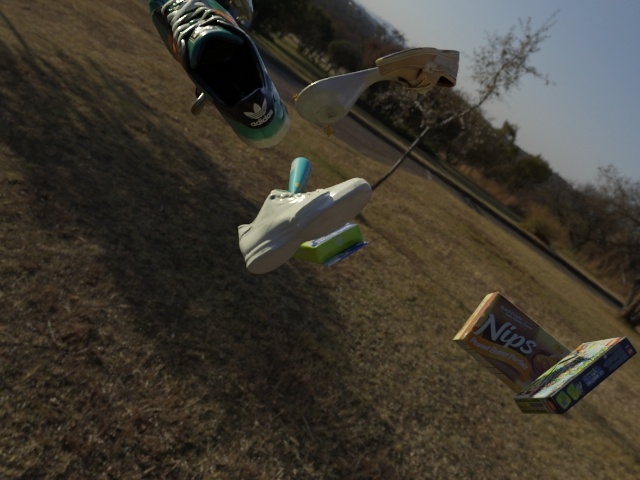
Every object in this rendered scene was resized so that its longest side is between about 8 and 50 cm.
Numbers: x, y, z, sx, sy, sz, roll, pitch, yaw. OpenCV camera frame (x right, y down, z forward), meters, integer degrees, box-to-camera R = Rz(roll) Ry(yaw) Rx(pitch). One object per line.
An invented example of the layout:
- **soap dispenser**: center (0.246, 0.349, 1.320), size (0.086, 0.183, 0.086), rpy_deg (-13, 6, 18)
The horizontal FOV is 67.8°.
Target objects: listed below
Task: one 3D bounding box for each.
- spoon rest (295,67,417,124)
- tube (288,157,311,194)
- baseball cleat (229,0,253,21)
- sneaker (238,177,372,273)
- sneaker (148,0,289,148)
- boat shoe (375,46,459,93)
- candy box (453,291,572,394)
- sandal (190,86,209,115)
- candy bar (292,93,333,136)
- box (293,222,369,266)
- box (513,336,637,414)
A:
- **spoon rest**: center (0.078, -0.338, 1.099), size (0.137, 0.277, 0.084), rpy_deg (68, 12, -67)
- **tube**: center (-0.059, -0.134, 1.181), size (0.052, 0.080, 0.207), rpy_deg (2, 39, 4)
- **baseball cleat**: center (-0.143, -0.509, 0.903), size (0.072, 0.109, 0.206), rpy_deg (52, -2, 14)
- **sneaker**: center (-0.033, -0.042, 0.675), size (0.094, 0.212, 0.080), rpy_deg (65, 15, 23)
- **sneaker**: center (-0.147, -0.267, 0.644), size (0.302, 0.108, 0.121), rpy_deg (52, -3, 13)
- **boat shoe**: center (0.149, -0.243, 0.690), size (0.170, 0.059, 0.063), rpy_deg (-17, 14, -37)
- **candy box**: center (0.572, 0.321, 1.380), size (0.316, 0.183, 0.087), rpy_deg (40, -13, 7)
- **sandal**: center (-0.305, -0.390, 1.240), size (0.049, 0.072, 0.180), rpy_deg (29, 44, -13)
- **candy bar**: center (-0.023, -0.376, 1.426), size (0.161, 0.040, 0.018), rpy_deg (45, 64, -3)
- **box**: center (0.000, 0.000, 0.954), size (0.178, 0.109, 0.042), rpy_deg (12, -55, 56)
- **box**: center (0.471, 0.251, 0.885), size (0.036, 0.207, 0.114), rpy_deg (59, -21, 11)
